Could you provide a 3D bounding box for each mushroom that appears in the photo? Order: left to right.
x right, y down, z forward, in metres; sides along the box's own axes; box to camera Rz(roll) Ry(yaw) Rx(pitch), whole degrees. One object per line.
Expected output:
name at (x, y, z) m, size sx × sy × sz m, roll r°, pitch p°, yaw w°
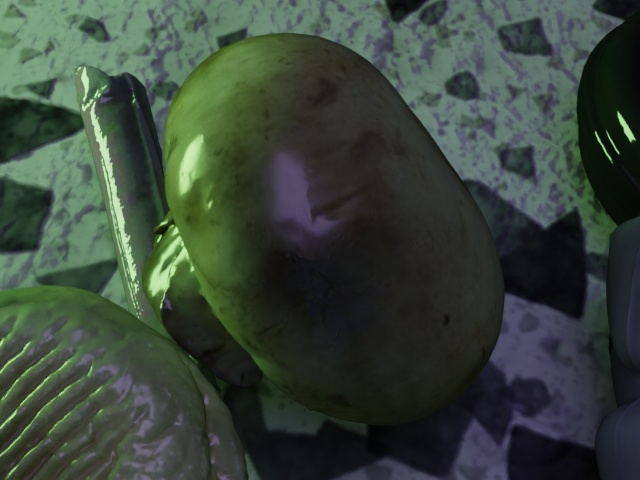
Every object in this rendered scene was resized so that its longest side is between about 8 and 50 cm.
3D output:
mushroom at (0.000, 0.000, 0.578) m, size 0.184 × 0.255 × 0.255 m, roll -45°, pitch 71°, yaw 3°

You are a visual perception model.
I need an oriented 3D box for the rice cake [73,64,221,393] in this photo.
rice cake at (-0.118, -0.011, 0.668) m, size 0.048 × 0.055 × 0.270 m, roll -15°, pitch 65°, yaw -8°

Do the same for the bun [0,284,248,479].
bun at (-0.139, 0.133, 0.526) m, size 0.220 × 0.134 × 0.221 m, roll -2°, pitch 78°, yaw 10°

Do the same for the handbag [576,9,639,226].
handbag at (0.328, -0.080, 0.713) m, size 0.307 × 0.093 × 0.254 m, roll -12°, pitch 56°, yaw -16°

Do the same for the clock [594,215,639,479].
clock at (0.230, 0.126, 0.563) m, size 0.188 × 0.189 × 0.254 m, roll 18°, pitch 65°, yaw 6°
